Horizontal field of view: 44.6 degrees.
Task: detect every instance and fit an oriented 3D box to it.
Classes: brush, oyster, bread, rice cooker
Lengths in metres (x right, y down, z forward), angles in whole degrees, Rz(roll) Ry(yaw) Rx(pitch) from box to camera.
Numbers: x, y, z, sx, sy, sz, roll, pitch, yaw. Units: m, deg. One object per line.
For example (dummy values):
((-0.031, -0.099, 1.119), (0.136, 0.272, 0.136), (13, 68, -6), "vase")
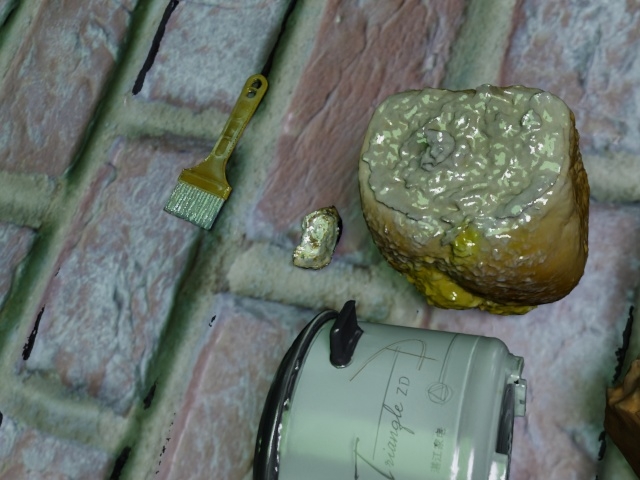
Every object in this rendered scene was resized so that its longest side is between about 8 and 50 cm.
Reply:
((-0.123, -0.120, 0.998), (0.083, 0.010, 0.218), (21, 78, 27), "brush")
((0.001, -0.003, 0.900), (0.054, 0.019, 0.083), (12, 76, 26), "oyster")
((0.143, -0.026, 0.726), (0.196, 0.246, 0.176), (2, 69, 25), "bread")
((0.054, 0.186, 0.679), (0.227, 0.280, 0.241), (5, 30, 19), "rice cooker")

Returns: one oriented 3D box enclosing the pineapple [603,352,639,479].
((0.418, 0.123, 0.600), (0.358, 0.223, 0.222), (-26, 62, -3), "pineapple")
